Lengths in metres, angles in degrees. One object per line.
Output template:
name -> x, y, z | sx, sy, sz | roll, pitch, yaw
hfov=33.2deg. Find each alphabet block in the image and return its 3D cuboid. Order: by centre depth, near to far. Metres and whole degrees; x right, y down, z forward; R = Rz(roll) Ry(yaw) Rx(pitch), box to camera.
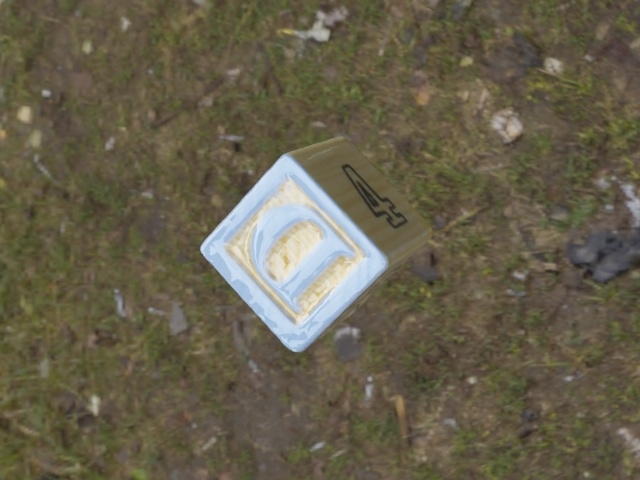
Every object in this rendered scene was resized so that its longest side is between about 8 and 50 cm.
alphabet block -> 0.000, 0.000, 1.408 | 0.193, 0.197, 0.192 | 49, 114, 7
